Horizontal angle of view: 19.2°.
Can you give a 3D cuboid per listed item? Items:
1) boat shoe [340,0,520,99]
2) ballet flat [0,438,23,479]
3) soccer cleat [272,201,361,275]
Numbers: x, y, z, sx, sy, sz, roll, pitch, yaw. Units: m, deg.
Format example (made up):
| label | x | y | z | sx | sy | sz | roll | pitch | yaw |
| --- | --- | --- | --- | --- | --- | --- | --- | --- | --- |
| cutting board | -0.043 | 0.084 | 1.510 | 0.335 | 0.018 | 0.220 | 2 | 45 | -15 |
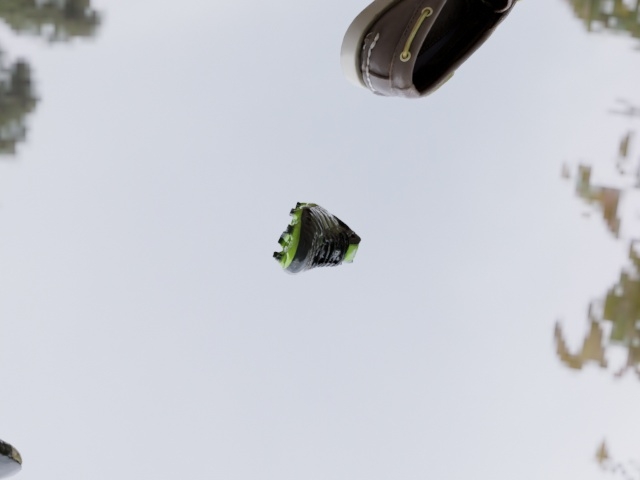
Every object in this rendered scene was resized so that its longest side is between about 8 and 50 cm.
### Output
| label | x | y | z | sx | sy | sz | roll | pitch | yaw |
| --- | --- | --- | --- | --- | --- | --- | --- | --- | --- |
| boat shoe | 0.160 | -0.264 | 1.981 | 0.097 | 0.116 | 0.324 | 27 | -119 | 40 |
| ballet flat | -0.274 | 0.127 | 1.283 | 0.173 | 0.057 | 0.049 | 24 | -142 | -38 |
| soccer cleat | 0.000 | 0.000 | 1.768 | 0.072 | 0.060 | 0.179 | 22 | -168 | 1 |
